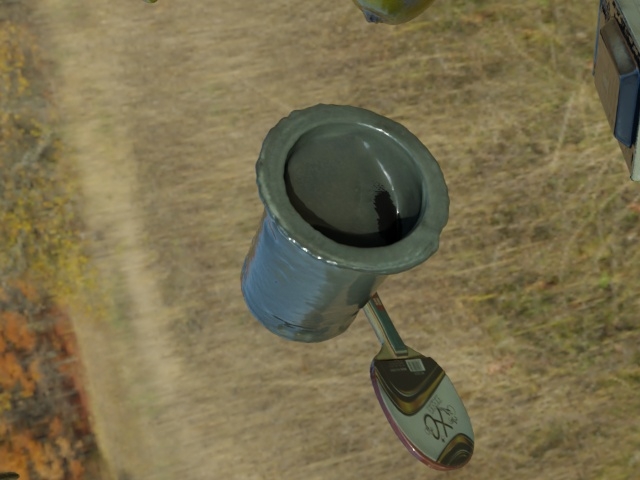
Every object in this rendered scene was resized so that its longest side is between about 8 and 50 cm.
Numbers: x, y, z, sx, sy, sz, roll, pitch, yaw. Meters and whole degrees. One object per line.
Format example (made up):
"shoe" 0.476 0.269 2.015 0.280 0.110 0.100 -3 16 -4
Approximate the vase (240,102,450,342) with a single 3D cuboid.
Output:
"vase" 0.000 0.000 1.172 0.245 0.245 0.291 70 153 24

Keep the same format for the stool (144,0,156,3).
"stool" -0.184 -0.339 1.007 0.110 0.134 0.135 37 177 31

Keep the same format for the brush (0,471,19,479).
"brush" -0.389 0.259 0.902 0.036 0.043 0.248 64 -172 17

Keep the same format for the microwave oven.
"microwave oven" 0.330 -0.147 0.790 0.205 0.163 0.129 -80 -14 -53

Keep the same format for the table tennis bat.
"table tennis bat" 0.126 0.193 1.294 0.022 0.173 0.301 -45 58 33

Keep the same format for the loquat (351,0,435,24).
"loquat" 0.128 -0.426 1.402 0.195 0.152 0.152 -54 39 19
